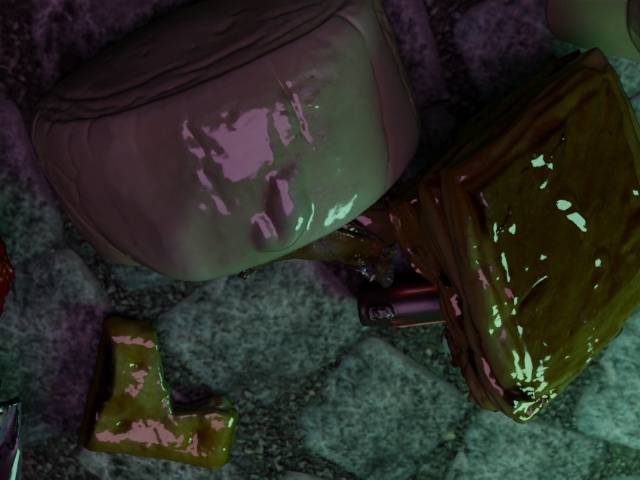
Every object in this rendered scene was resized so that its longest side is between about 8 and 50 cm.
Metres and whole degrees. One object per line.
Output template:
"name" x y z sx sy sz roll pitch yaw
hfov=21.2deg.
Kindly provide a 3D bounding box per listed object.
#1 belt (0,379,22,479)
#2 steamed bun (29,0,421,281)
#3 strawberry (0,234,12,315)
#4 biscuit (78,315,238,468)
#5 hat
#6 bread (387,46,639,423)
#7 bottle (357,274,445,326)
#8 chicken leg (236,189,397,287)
"belt" -0.480 0.218 1.841 0.295 0.207 0.160 -1 114 -21
"steamed bun" -0.093 -0.099 1.683 0.384 0.236 0.247 -20 116 6
"strawberry" -0.445 0.011 1.708 0.257 0.257 0.277 -9 129 0
"biscuit" -0.174 0.178 1.934 0.183 0.039 0.174 13 114 -11
"hat" 0.329 -0.232 1.714 0.173 0.144 0.166 -7 118 -26
"bread" 0.210 -0.014 1.766 0.277 0.167 0.324 -40 128 -27
"bottle" 0.122 0.065 1.883 0.164 0.060 0.060 -7 118 0
"chicken leg" 0.001 -0.006 1.829 0.196 0.080 0.125 -1 132 -4
